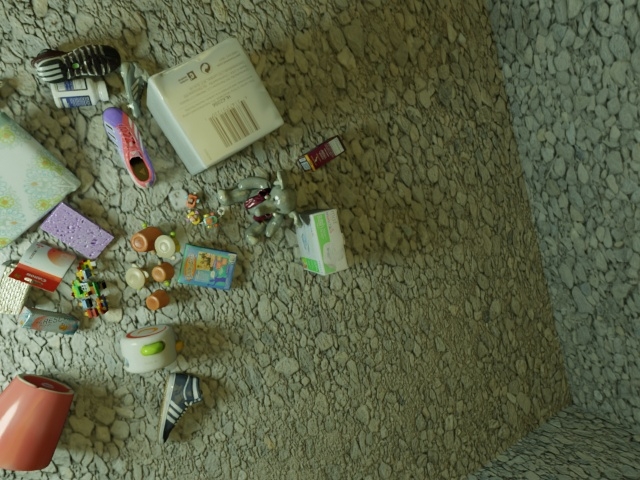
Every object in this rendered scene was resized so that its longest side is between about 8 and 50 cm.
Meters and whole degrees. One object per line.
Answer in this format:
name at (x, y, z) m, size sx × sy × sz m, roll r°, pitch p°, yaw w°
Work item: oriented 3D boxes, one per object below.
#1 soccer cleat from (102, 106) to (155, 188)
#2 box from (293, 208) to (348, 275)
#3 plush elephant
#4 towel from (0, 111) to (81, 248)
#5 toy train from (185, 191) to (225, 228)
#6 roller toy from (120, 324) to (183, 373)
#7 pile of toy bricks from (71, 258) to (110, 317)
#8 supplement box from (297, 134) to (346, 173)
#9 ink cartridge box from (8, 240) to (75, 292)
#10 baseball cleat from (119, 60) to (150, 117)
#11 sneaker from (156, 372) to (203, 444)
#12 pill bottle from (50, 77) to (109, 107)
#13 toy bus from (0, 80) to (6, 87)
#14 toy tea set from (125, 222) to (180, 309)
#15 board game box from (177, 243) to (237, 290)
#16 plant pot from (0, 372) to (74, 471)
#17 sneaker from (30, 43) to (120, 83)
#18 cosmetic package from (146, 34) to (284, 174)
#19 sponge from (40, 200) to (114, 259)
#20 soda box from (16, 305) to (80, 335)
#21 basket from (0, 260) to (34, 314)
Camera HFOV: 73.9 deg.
soccer cleat at (-0.702, -0.346, 1.575) m, size 0.109 × 0.116 × 0.318 m, roll -25°, pitch 103°, yaw -19°
box at (0.000, 0.000, 1.836) m, size 0.127 × 0.231 × 0.261 m, roll -15°, pitch 100°, yaw -22°
plush elephant at (-0.203, -0.148, 1.725) m, size 0.330 × 0.255 × 0.271 m, roll -30°, pitch 104°, yaw -19°
towel at (-1.062, -0.183, 1.403) m, size 0.374 × 0.090 × 0.320 m, roll -46°, pitch 133°, yaw -14°
toy train at (-0.476, -0.117, 1.708) m, size 0.166 × 0.046 × 0.125 m, roll 23°, pitch 92°, yaw -8°
roller toy at (-0.647, 0.414, 1.615) m, size 0.191 × 0.209 × 0.146 m, roll -5°, pitch 97°, yaw 13°
pile of toy bricks at (-0.866, 0.184, 1.563) m, size 0.105 × 0.118 × 0.212 m, roll -5°, pitch 107°, yaw 10°
supplement box at (0.006, -0.381, 1.879) m, size 0.188 × 0.104 × 0.080 m, roll -36°, pitch 106°, yaw -17°
ink cartridge box at (-0.956, 0.087, 1.470) m, size 0.145 × 0.179 × 0.045 m, roll 27°, pitch 111°, yaw -22°
baseball cleat at (-0.681, -0.568, 1.593) m, size 0.110 × 0.072 × 0.205 m, roll -16°, pitch 100°, yaw -21°
sneaker at (-0.564, 0.681, 1.717) m, size 0.153 × 0.099 × 0.282 m, roll 11°, pitch 86°, yaw -21°
pill bottle at (-0.851, -0.525, 1.512) m, size 0.170 × 0.094 × 0.094 m, roll -13°, pitch 99°, yaw -22°
toy bus at (-1.133, -0.424, 1.394) m, size 0.202 × 0.191 × 0.104 m, roll -13°, pitch 142°, yaw -21°
toy tea set at (-0.632, 0.099, 1.644) m, size 0.200 × 0.124 × 0.335 m, roll 19°, pitch 106°, yaw 10°
board game box at (-0.463, 0.110, 1.747) m, size 0.210 × 0.047 × 0.160 m, roll 13°, pitch 89°, yaw -24°
plant pot at (-0.999, 0.605, 1.454) m, size 0.275 × 0.275 × 0.243 m, roll 30°, pitch 71°, yaw -22°
sneaker at (-0.866, -0.641, 1.489) m, size 0.281 × 0.163 × 0.106 m, roll -32°, pitch 144°, yaw -38°
cosmetic package at (-0.396, -0.462, 1.546) m, size 0.329 × 0.394 × 0.327 m, roll -36°, pitch 107°, yaw -17°
sponge at (-0.877, -0.033, 1.542) m, size 0.117 × 0.031 × 0.210 m, roll -49°, pitch 123°, yaw -4°
soda box at (-0.952, 0.284, 1.497) m, size 0.183 × 0.063 × 0.058 m, roll 34°, pitch 80°, yaw -56°
basket at (-1.061, 0.165, 1.465) m, size 0.103 × 0.113 × 0.167 m, roll 21°, pitch 86°, yaw -27°
